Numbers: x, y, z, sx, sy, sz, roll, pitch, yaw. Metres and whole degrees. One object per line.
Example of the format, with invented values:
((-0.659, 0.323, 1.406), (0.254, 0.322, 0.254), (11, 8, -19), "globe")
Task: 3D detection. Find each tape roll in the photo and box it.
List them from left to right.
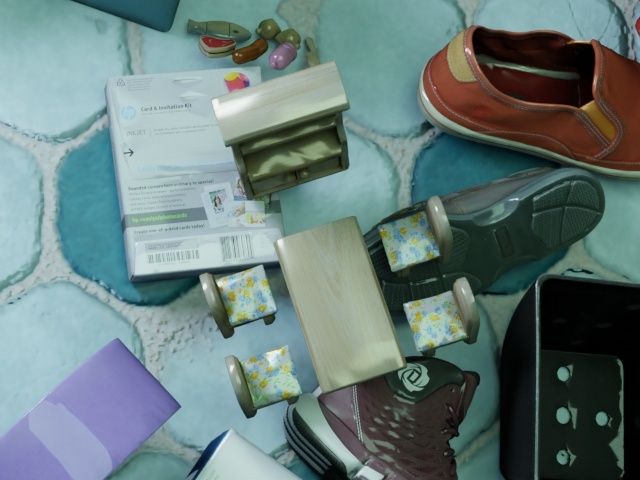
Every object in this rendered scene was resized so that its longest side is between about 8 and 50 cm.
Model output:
((-0.208, 0.171, 1.319), (0.189, 0.189, 0.080), (-42, 89, -19), "tape roll")

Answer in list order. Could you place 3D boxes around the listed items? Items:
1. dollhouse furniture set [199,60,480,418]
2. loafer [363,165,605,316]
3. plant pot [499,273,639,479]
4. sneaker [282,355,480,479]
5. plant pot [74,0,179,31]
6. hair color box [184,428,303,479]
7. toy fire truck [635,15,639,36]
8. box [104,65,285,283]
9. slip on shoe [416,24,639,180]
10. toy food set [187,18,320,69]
((0.000, 0.000, 1.360), (0.212, 0.161, 0.242), (-18, 74, -2), "dollhouse furniture set")
((0.132, -0.003, 1.512), (0.267, 0.084, 0.096), (-19, 113, -13), "loafer")
((0.247, 0.144, 1.444), (0.187, 0.167, 0.188), (6, 76, -14), "plant pot")
((0.115, 0.199, 1.436), (0.281, 0.106, 0.162), (45, 68, 1), "sneaker")
((-0.172, -0.320, 1.422), (0.165, 0.234, 0.166), (18, 74, -8), "plant pot")
((0.007, 0.332, 1.375), (0.347, 0.105, 0.174), (36, 72, -2), "hair color box")
((0.442, -0.197, 1.557), (0.302, 0.254, 0.169), (46, 110, 1), "toy fire truck")
((-0.113, -0.061, 1.477), (0.145, 0.038, 0.186), (-6, 79, -16), "box")
((0.259, -0.135, 1.540), (0.331, 0.101, 0.123), (9, 59, -14), "slip on shoe")
((-0.060, -0.184, 1.508), (0.122, 0.019, 0.078), (3, 39, -16), "toy food set")
